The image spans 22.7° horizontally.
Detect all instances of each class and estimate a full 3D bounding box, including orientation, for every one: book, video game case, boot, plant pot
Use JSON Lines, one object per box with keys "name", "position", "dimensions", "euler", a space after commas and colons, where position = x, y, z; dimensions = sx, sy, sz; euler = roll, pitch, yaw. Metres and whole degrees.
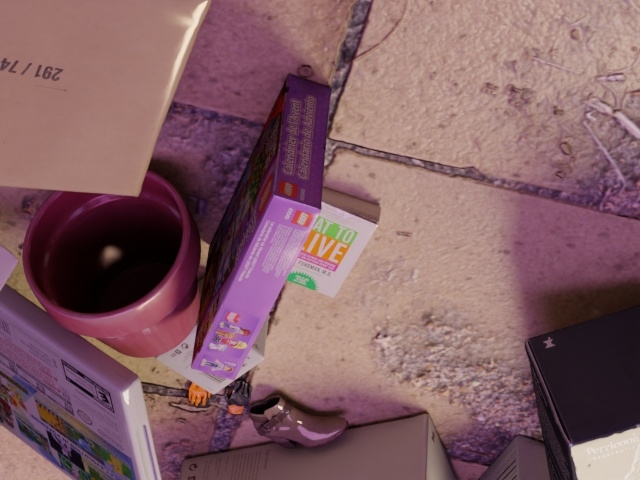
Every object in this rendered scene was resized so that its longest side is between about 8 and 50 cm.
{"name": "book", "position": [0.000, 0.000, 1.898], "dimensions": [0.096, 0.035, 0.144], "euler": [20, 134, -9]}
{"name": "video game case", "position": [-0.324, 0.196, 1.975], "dimensions": [0.329, 0.036, 0.300], "euler": [30, 144, 30]}
{"name": "boot", "position": [-0.034, 0.238, 2.124], "dimensions": [0.118, 0.042, 0.087], "euler": [-22, 127, 23]}
{"name": "plant pot", "position": [-0.225, 0.042, 1.855], "dimensions": [0.201, 0.201, 0.180], "euler": [-5, 150, 9]}

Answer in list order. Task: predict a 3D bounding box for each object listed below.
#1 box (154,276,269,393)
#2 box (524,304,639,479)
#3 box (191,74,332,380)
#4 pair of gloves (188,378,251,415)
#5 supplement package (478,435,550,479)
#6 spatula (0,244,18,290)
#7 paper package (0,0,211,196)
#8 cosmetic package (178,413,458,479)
{"name": "box", "position": [-0.134, 0.116, 1.978], "dimensions": [0.102, 0.087, 0.101], "euler": [36, 127, -26]}
{"name": "box", "position": [0.449, 0.233, 1.931], "dimensions": [0.343, 0.179, 0.312], "euler": [-17, 131, 0]}
{"name": "box", "position": [-0.067, -0.012, 1.770], "dimensions": [0.057, 0.201, 0.293], "euler": [17, 133, -12]}
{"name": "pair of gloves", "position": [-0.134, 0.205, 2.120], "dimensions": [0.083, 0.010, 0.074], "euler": [9, 134, -6]}
{"name": "supplement package", "position": [0.320, 0.407, 2.148], "dimensions": [0.194, 0.203, 0.149], "euler": [18, 133, -14]}
{"name": "spatula", "position": [-0.457, 0.025, 1.915], "dimensions": [0.168, 0.019, 0.242], "euler": [45, 136, 2]}
{"name": "paper package", "position": [-0.303, -0.205, 1.573], "dimensions": [0.325, 0.168, 0.309], "euler": [4, 137, -22]}
{"name": "cosmetic package", "position": [0.002, 0.379, 2.181], "dimensions": [0.366, 0.155, 0.197], "euler": [-13, 129, 18]}
